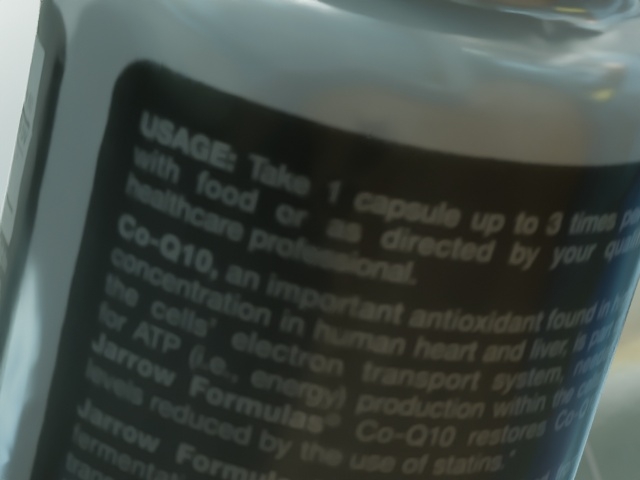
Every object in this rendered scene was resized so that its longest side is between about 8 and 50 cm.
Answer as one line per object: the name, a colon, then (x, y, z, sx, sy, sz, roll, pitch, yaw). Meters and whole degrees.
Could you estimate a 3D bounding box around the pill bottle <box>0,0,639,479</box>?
pill bottle: (0.000, 0.000, 0.497, 0.161, 0.161, 0.283, 6, -68, -23)
